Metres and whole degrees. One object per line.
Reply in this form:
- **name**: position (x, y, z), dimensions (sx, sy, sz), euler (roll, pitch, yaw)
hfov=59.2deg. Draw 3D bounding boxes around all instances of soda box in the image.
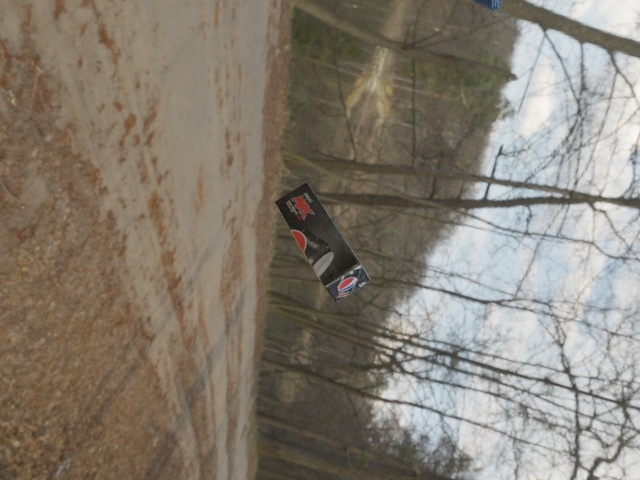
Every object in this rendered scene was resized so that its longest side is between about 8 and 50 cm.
- **soda box**: position (0.000, 0.000, 0.781), dimensions (0.169, 0.060, 0.053), euler (57, -1, 36)

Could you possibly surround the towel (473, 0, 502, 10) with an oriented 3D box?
- **towel**: position (0.306, -0.498, 1.102), dimensions (0.029, 0.119, 0.067), euler (-30, 141, -16)
